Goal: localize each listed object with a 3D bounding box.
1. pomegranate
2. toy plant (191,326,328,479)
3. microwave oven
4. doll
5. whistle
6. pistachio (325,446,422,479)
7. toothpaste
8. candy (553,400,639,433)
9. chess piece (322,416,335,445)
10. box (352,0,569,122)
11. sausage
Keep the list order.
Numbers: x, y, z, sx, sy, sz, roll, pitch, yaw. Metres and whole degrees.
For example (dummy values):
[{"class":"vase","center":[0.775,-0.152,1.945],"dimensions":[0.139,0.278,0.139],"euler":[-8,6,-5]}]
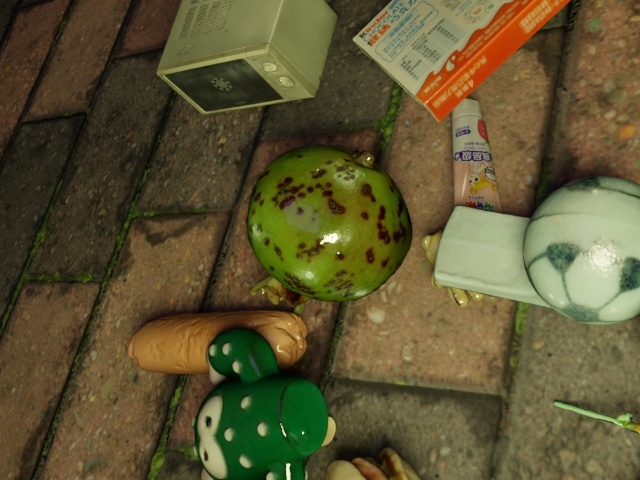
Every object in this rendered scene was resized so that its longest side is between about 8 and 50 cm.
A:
[{"class":"pomegranate","center":[0.000,0.000,1.016],"dimensions":[0.263,0.211,0.211],"euler":[-61,41,27]},{"class":"toy plant","center":[-0.083,0.226,0.961],"dimensions":[0.243,0.113,0.232],"euler":[16,99,54]},{"class":"microwave oven","center":[-0.116,-0.323,1.326],"dimensions":[0.240,0.145,0.194],"euler":[-2,61,36]},{"class":"doll","center":[0.157,0.032,0.969],"dimensions":[0.061,0.051,0.093],"euler":[-18,46,-10]},{"class":"whistle","center":[0.250,0.005,0.837],"dimensions":[0.290,0.163,0.163],"euler":[10,70,26]},{"class":"pistachio","center":[0.072,0.309,0.812],"dimensions":[0.144,0.144,0.215],"euler":[-37,50,15]},{"class":"toothpaste","center":[0.191,-0.091,1.022],"dimensions":[0.067,0.043,0.194],"euler":[1,60,-4]},{"class":"candy","center":[0.286,0.172,0.769],"dimensions":[0.185,0.056,0.049],"euler":[6,111,64]},{"class":"chess piece","center":[-0.026,0.226,1.009],"dimensions":[0.092,0.035,0.035],"euler":[6,69,44]},{"class":"box","center":[0.197,-0.319,1.126],"dimensions":[0.273,0.048,0.265],"euler":[-43,37,10]},{"class":"sausage","center":[-0.145,0.140,1.111],"dimensions":[0.289,0.086,0.086],"euler":[-8,60,33]}]
